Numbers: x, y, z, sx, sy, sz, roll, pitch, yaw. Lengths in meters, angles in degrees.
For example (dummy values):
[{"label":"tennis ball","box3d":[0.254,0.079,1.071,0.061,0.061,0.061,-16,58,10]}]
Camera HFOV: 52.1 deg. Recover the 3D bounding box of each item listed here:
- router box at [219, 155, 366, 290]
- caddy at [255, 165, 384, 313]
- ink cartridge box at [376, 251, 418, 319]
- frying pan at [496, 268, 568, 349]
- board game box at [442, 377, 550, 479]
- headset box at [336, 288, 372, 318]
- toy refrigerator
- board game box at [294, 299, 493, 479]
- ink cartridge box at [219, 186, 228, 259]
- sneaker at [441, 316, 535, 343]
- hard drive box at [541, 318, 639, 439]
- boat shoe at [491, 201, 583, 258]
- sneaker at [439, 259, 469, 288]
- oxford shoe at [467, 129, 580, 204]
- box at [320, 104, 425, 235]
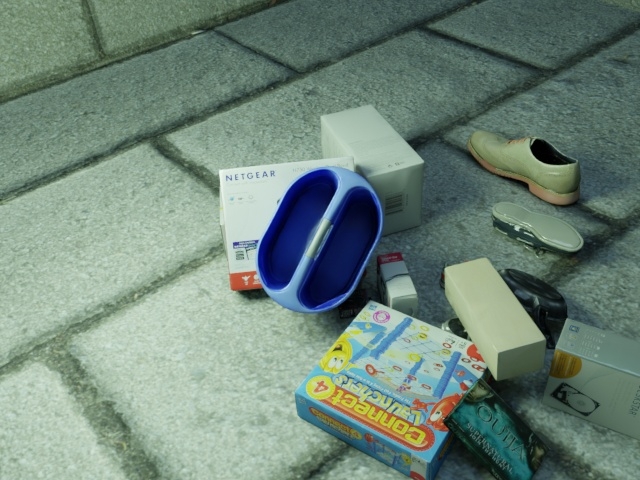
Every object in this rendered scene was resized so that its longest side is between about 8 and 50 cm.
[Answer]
[{"label":"router box","box3d":[-0.070,-0.041,1.632,0.336,0.300,0.082,-7,-1,-1]},{"label":"caddy","box3d":[0.000,0.000,1.495,0.241,0.179,0.341,26,88,5]},{"label":"ink cartridge box","box3d":[0.178,0.119,1.546,0.063,0.109,0.150,-8,40,-5]},{"label":"frying pan","box3d":[0.452,0.128,1.444,0.197,0.053,0.326,30,19,19]},{"label":"board game box","box3d":[0.332,0.367,1.232,0.186,0.026,0.126,46,54,8]},{"label":"headset box","box3d":[0.083,0.151,1.577,0.084,0.032,0.062,-8,40,-2]},{"label":"toy refrigerator","box3d":[0.357,0.160,1.372,0.102,0.094,0.269,-14,37,-6]},{"label":"board game box","box3d":[0.157,0.297,1.356,0.308,0.086,0.302,21,46,27]},{"label":"ink cartridge box","box3d":[-0.202,-0.054,1.775,0.128,0.127,0.176,-7,41,-3]},{"label":"sneaker","box3d":[0.380,0.195,1.459,0.215,0.083,0.084,2,42,10]},{"label":"hard drive box","box3d":[0.569,0.275,1.271,0.232,0.181,0.089,17,45,24]},{"label":"boat shoe","box3d":[0.554,-0.018,1.696,0.255,0.079,0.095,26,51,34]},{"label":"sneaker","box3d":[0.371,0.089,1.589,0.162,0.075,0.057,8,42,15]},{"label":"oxford shoe","box3d":[0.598,-0.257,1.920,0.141,0.146,0.397,-30,46,-26]},{"label":"box","box3d":[0.139,-0.201,1.848,0.169,0.214,0.345,-16,42,-13]}]
